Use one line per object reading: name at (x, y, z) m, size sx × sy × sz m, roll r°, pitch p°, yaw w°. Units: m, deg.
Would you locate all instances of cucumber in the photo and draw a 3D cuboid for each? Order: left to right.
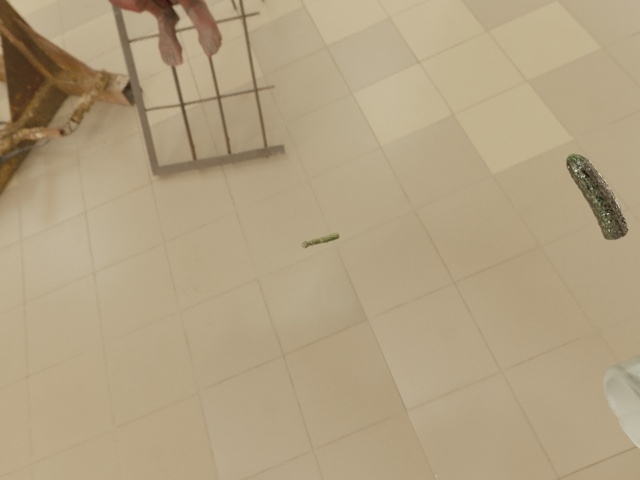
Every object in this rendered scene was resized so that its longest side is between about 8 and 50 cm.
cucumber at (0.562, -0.094, 0.995) m, size 0.058 × 0.215 × 0.052 m, roll -15°, pitch 30°, yaw 52°

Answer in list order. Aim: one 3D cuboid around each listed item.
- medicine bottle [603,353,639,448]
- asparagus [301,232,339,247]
medicine bottle at (0.512, 0.136, 0.550) m, size 0.351 × 0.110 × 0.110 m, roll -19°, pitch 62°, yaw -3°
asparagus at (0.000, 0.000, 1.014) m, size 0.018 × 0.127 × 0.015 m, roll -46°, pitch 73°, yaw 33°
